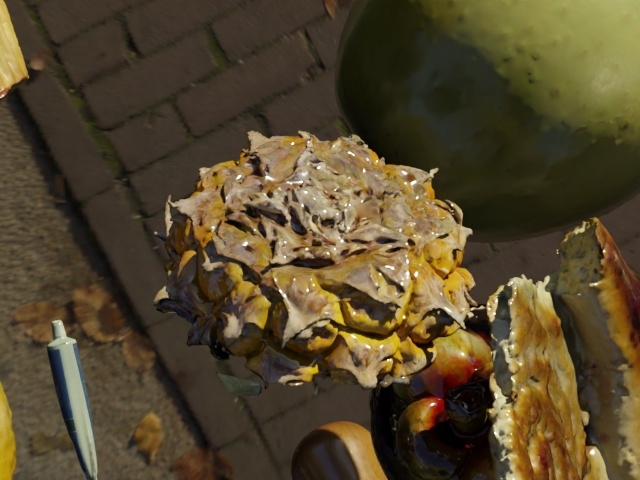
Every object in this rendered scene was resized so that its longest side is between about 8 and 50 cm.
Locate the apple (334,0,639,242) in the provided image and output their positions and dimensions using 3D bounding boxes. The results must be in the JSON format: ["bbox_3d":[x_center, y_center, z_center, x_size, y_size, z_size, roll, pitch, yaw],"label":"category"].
[{"bbox_3d":[0.241,-0.214,1.533,0.474,0.473,0.473,0,94,3],"label":"apple"}]

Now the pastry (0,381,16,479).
[{"bbox_3d":[-0.431,0.196,1.063,0.356,0.164,0.356,-1,82,7],"label":"pastry"}]

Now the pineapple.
[{"bbox_3d":[0.000,0.000,0.776,0.225,0.224,0.076,13,134,2],"label":"pineapple"}]

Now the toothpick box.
[{"bbox_3d":[0.065,0.427,1.929,0.192,0.294,0.192,-13,132,-15],"label":"toothpick box"}]

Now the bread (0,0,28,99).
[{"bbox_3d":[-0.441,-0.168,1.310,0.274,0.274,0.149,-29,99,4],"label":"bread"}]

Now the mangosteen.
[{"bbox_3d":[0.117,0.132,0.897,0.200,0.200,0.199,0,94,3],"label":"mangosteen"}]

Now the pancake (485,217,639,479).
[{"bbox_3d":[0.166,0.104,0.739,0.056,0.257,0.212,-6,61,30],"label":"pancake"}]

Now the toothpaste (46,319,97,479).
[{"bbox_3d":[-0.288,0.190,1.452,0.035,0.057,0.197,-12,91,-22],"label":"toothpaste"}]

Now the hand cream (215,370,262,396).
[{"bbox_3d":[-0.107,0.191,1.628,0.022,0.102,0.035,-36,67,15],"label":"hand cream"}]
